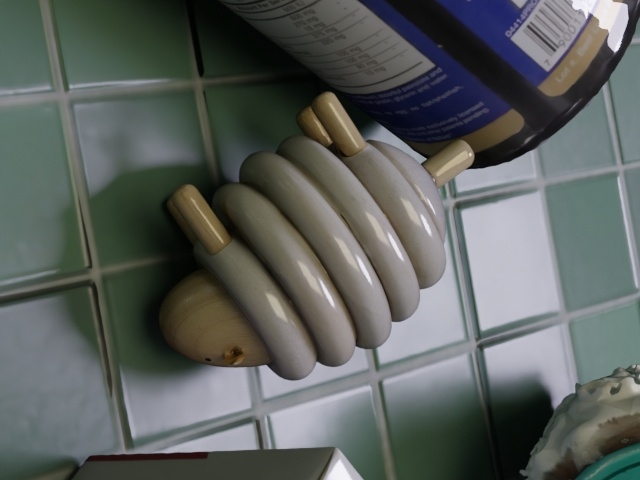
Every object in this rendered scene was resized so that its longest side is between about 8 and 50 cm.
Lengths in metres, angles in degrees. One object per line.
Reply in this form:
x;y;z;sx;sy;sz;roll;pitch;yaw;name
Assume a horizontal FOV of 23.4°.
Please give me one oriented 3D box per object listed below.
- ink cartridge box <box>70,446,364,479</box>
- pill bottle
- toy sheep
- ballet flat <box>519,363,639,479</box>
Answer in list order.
-0.007;0.152;0.500;0.175;0.127;0.072;53;51;-25;ink cartridge box
0.009;-0.128;0.555;0.219;0.122;0.123;35;62;-35;pill bottle
0.000;0.000;0.554;0.132;0.091;0.091;-34;110;-7;toy sheep
0.201;0.232;0.679;0.147;0.147;0.409;-29;102;-41;ballet flat
